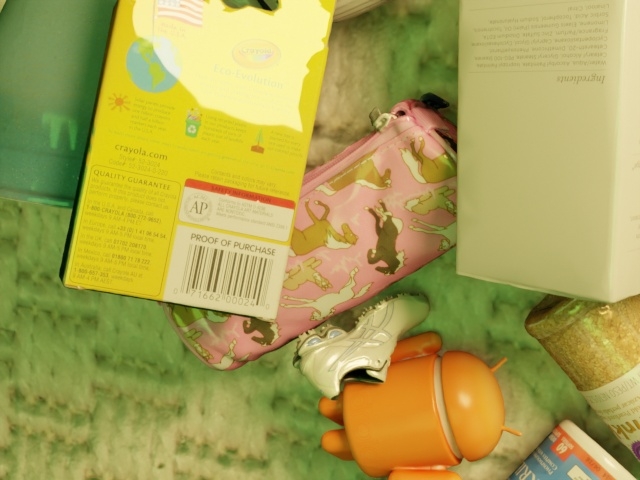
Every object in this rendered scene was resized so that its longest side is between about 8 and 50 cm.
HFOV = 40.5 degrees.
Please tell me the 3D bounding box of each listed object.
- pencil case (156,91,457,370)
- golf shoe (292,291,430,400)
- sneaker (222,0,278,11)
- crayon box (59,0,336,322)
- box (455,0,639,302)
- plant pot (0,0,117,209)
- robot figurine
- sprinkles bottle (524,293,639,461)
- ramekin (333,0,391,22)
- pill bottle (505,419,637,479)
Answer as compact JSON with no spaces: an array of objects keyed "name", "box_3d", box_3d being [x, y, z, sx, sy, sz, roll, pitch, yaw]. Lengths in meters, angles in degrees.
[{"name":"pencil case","box_3d":[0.000,0.000,0.951,0.386,0.160,0.167,-33,85,20]},{"name":"golf shoe","box_3d":[0.059,0.121,0.962,0.086,0.176,0.069,53,156,30]},{"name":"sneaker","box_3d":[-0.105,-0.283,0.967,0.095,0.090,0.235,-40,87,28]},{"name":"crayon box","box_3d":[-0.113,-0.098,0.817,0.202,0.081,0.318,12,90,-19]},{"name":"box","box_3d":[0.255,-0.139,0.796,0.168,0.215,0.345,10,105,46]},{"name":"plant pot","box_3d":[-0.246,-0.170,0.941,0.272,0.272,0.255,10,96,14]},{"name":"robot figurine","box_3d":[0.110,0.197,0.973,0.220,0.158,0.128,-15,112,18]},{"name":"sprinkles bottle","box_3d":[0.369,0.187,0.902,0.121,0.121,0.355,-41,88,19]},{"name":"ramekin","box_3d":[0.008,-0.319,0.866,0.109,0.207,0.207,-24,94,27]},{"name":"pill bottle","box_3d":[0.237,0.313,0.934,0.124,0.124,0.221,43,91,4]}]
